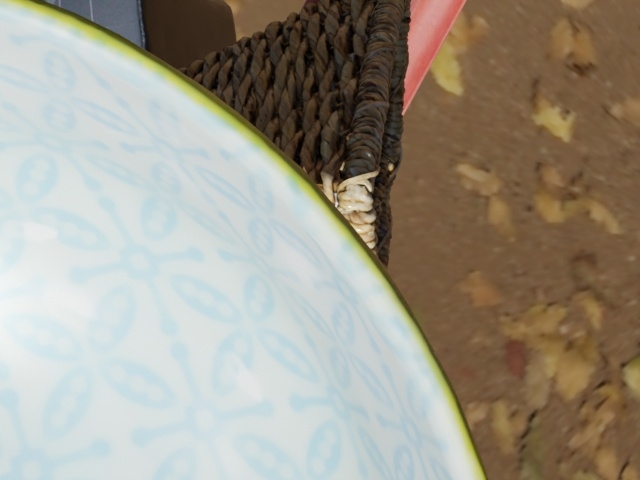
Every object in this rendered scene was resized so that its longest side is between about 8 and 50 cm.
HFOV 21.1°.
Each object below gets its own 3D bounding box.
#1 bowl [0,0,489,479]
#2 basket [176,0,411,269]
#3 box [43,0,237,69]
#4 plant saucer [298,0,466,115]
[{"bbox_3d":[-0.095,0.085,0.420,0.289,0.156,0.289,0,92,6],"label":"bowl"},{"bbox_3d":[0.000,0.000,1.100,0.223,0.299,0.213,-24,118,21],"label":"basket"},{"bbox_3d":[-0.316,0.024,1.601,0.471,0.297,0.480,-8,87,15],"label":"box"},{"bbox_3d":[0.069,-0.229,1.449,0.047,0.258,0.259,31,99,19],"label":"plant saucer"}]
